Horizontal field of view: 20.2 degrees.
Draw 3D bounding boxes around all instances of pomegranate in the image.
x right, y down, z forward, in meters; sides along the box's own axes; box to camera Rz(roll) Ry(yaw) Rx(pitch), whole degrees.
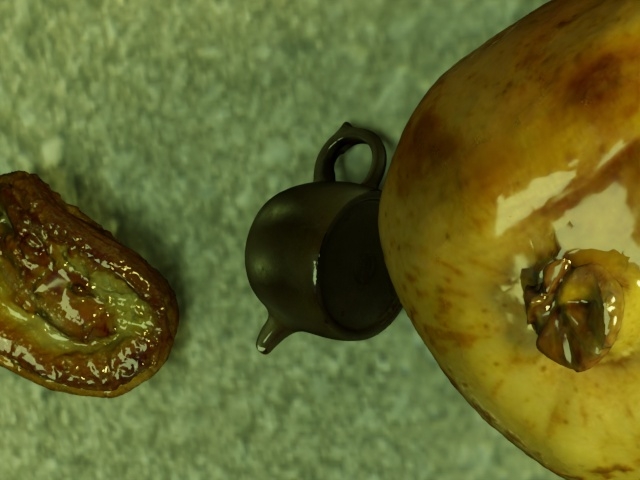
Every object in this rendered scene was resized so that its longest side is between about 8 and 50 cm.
[{"bbox_3d":[0.126,-0.006,0.696,0.215,0.215,0.215,10,108,32],"label":"pomegranate"}]

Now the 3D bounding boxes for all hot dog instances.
[{"bbox_3d":[-0.144,0.025,0.981,0.147,0.065,0.099,39,112,23],"label":"hot dog"}]

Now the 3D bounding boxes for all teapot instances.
[{"bbox_3d":[0.000,0.000,0.871,0.068,0.076,0.121,12,82,41],"label":"teapot"}]
